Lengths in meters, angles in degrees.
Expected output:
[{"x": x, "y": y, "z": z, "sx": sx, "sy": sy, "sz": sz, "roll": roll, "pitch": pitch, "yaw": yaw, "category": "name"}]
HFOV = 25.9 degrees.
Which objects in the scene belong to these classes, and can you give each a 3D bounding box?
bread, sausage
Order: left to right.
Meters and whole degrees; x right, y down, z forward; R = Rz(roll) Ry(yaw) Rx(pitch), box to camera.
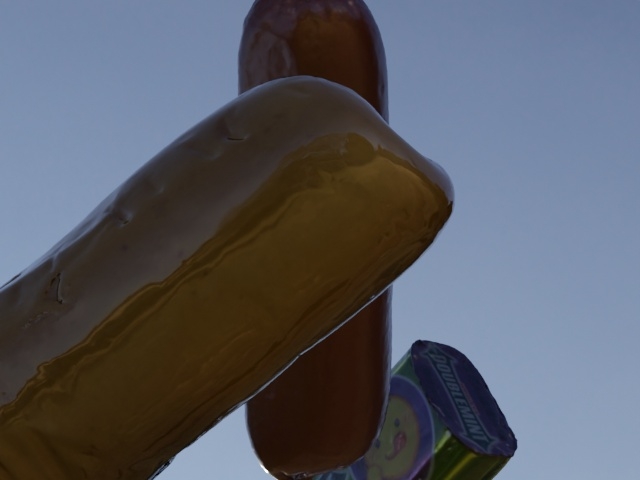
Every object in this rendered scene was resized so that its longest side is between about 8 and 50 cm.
[{"x": -0.090, "y": 0.047, "z": 0.542, "sx": 0.305, "sy": 0.142, "sz": 0.091, "roll": -40, "pitch": -70, "yaw": -3, "category": "bread"}, {"x": -0.001, "y": 0.000, "z": 0.901, "sx": 0.097, "sy": 0.094, "sz": 0.349, "roll": -14, "pitch": -72, "yaw": -41, "category": "sausage"}]

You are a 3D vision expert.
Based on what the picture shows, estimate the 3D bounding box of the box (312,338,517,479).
[{"x": 0.030, "y": 0.253, "z": 1.283, "sx": 0.097, "sy": 0.134, "sz": 0.345, "roll": 10, "pitch": -50, "yaw": -40, "category": "box"}]
